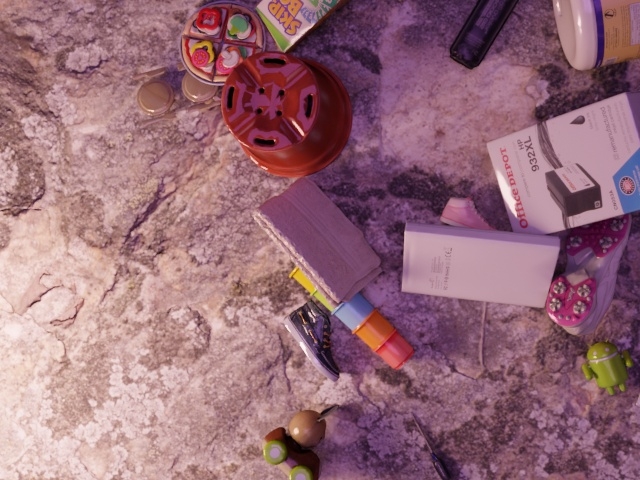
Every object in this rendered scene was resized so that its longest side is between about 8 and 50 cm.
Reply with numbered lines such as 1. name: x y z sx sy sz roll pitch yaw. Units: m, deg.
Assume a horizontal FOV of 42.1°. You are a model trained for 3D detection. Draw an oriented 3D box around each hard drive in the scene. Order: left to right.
1. hard drive: 0.328 0.053 1.745 0.307 0.203 0.040 6 49 8

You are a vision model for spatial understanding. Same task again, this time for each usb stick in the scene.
1. usb stick: 0.375 -0.503 1.790 0.077 0.045 0.278 31 95 0

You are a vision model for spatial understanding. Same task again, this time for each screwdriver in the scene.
1. screwdriver: 0.239 0.459 1.844 0.025 0.024 0.170 -39 78 36

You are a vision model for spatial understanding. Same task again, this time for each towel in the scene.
1. towel: 0.000 0.000 1.792 0.282 0.187 0.049 47 135 4

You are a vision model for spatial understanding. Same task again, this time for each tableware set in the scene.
1. tableware set: -0.323 -0.337 1.899 0.194 0.039 0.128 -15 77 3

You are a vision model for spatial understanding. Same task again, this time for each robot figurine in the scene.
1. robot figurine: 0.608 0.266 1.760 0.101 0.067 0.115 -21 88 14

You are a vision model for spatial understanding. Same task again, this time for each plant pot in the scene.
1. plant pot: -0.079 -0.275 1.749 0.272 0.265 0.272 0 91 8

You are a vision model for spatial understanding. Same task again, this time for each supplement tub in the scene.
1. supplement tub: 0.650 -0.489 1.652 0.331 0.241 0.241 -12 89 8

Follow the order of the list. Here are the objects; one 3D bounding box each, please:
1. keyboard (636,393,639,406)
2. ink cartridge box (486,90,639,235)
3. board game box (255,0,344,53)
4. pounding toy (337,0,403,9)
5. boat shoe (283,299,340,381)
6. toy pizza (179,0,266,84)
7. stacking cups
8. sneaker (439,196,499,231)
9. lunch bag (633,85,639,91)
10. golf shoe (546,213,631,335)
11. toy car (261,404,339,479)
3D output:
1. keyboard: 0.808 0.359 1.763 0.256 0.014 0.072 18 99 8
2. ink cartridge box: 0.517 -0.143 1.661 0.307 0.129 0.223 -18 88 41
3. board game box: -0.043 -0.510 1.781 0.259 0.039 0.124 -32 88 48
4. pounding toy: 0.113 -0.577 1.771 0.269 0.154 0.155 -36 86 8
5. boat shoe: 0.002 0.222 1.847 0.083 0.065 0.183 -39 85 9
6. toy pizza: -0.223 -0.448 1.868 0.201 0.032 0.201 -1 81 7
7. stacking cups: 0.077 0.149 1.822 0.316 0.096 0.096 42 96 5
8. sneaker: 0.332 -0.054 1.801 0.134 0.051 0.070 21 99 11
9. lunch bag: 0.749 -0.219 1.684 0.287 0.169 0.235 36 100 14
10. golf shoe: 0.576 0.061 1.750 0.115 0.140 0.306 18 72 43
11. toy car: -0.021 0.434 1.822 0.149 0.155 0.188 44 84 5
